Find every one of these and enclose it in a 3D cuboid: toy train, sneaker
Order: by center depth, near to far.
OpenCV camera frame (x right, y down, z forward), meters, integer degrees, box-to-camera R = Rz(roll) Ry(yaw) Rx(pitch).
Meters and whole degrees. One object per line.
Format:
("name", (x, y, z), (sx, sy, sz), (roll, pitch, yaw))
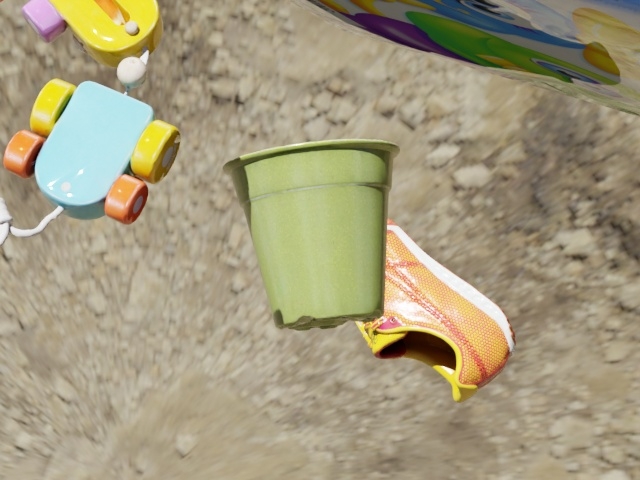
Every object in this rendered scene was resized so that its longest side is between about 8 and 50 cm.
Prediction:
("toy train", (-0.122, -0.067, 0.733), (0.125, 0.046, 0.166), (-14, 68, -2))
("sneaker", (0.038, 0.031, 1.096), (0.175, 0.064, 0.067), (36, 66, 23))

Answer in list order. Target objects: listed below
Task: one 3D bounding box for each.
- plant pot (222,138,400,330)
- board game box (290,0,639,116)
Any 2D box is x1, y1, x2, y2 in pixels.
("plant pot", (0.000, 0.000, 0.819), (0.083, 0.083, 0.079), (-5, 81, -7))
("board game box", (0.104, -0.098, 0.389), (0.275, 0.142, 0.144), (22, 90, 35))
